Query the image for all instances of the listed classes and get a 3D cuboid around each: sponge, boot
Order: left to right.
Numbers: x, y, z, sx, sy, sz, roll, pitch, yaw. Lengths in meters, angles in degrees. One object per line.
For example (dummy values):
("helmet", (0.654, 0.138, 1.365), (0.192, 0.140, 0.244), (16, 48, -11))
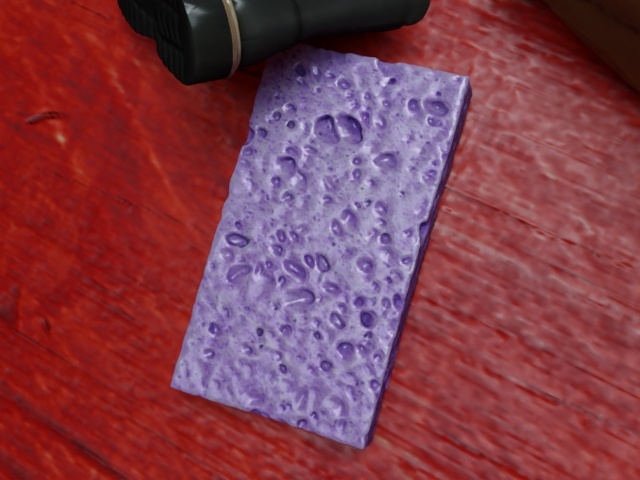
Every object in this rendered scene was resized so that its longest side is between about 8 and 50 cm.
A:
("boot", (-0.043, -0.160, 0.425), (0.137, 0.077, 0.198), (-16, 51, -22))
("sponge", (0.000, 0.000, 0.412), (0.117, 0.031, 0.210), (16, 89, 15))

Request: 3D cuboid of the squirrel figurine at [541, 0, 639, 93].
("squirrel figurine", (0.344, -0.163, 0.259), (0.397, 0.281, 0.370), (45, 86, -1))
